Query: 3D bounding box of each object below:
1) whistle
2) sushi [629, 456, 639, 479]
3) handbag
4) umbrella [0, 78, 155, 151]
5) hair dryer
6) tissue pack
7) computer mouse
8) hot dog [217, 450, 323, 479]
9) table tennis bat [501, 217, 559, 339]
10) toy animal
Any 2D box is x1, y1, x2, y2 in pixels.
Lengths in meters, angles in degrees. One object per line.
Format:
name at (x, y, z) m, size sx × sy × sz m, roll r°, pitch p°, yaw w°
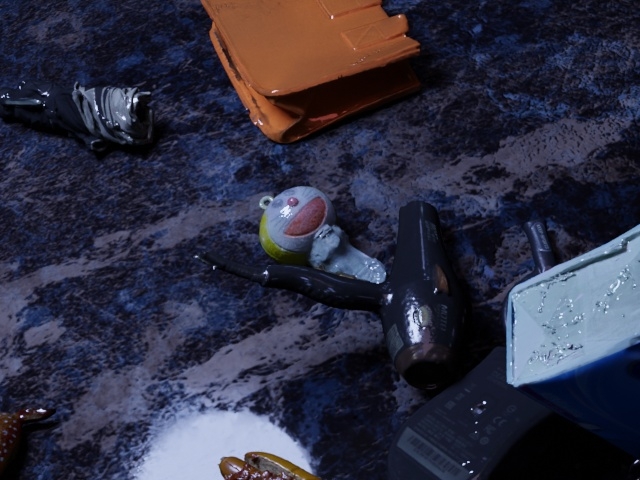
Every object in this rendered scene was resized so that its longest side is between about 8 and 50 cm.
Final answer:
whistle at (0.000, 0.000, 1.204) m, size 0.223 × 0.123 × 0.123 m, roll 37°, pitch 65°, yaw 20°
sushi at (0.364, 0.308, 0.714) m, size 0.281 × 0.294 × 0.299 m, roll 30°, pitch 61°, yaw 33°
handbag at (-0.026, -0.362, 1.525) m, size 0.303 × 0.116 × 0.410 m, roll -21°, pitch 48°, yaw -9°
umbrella at (-0.449, -0.224, 1.513) m, size 0.357 × 0.113 × 0.106 m, roll 10°, pitch 25°, yaw 28°
hair dryer at (0.020, 0.029, 1.094) m, size 0.359 × 0.120 × 0.304 m, roll 13°, pitch 45°, yaw -12°
tissue pack at (0.346, 0.123, 0.866) m, size 0.198 × 0.263 × 0.146 m, roll -34°, pitch 33°, yaw 44°
computer mouse at (0.194, 0.216, 0.977) m, size 0.264 × 0.088 × 0.147 m, roll -37°, pitch 33°, yaw -13°
hot dog at (-0.025, 0.308, 0.958) m, size 0.249 × 0.076 × 0.102 m, roll 23°, pitch 62°, yaw 29°
table tennis bat at (0.304, 0.068, 1.123) m, size 0.150 × 0.027 × 0.236 m, roll -9°, pitch 50°, yaw 6°
toy animal at (-0.416, 0.302, 1.055) m, size 0.259 × 0.087 × 0.244 m, roll -4°, pitch 50°, yaw 14°
